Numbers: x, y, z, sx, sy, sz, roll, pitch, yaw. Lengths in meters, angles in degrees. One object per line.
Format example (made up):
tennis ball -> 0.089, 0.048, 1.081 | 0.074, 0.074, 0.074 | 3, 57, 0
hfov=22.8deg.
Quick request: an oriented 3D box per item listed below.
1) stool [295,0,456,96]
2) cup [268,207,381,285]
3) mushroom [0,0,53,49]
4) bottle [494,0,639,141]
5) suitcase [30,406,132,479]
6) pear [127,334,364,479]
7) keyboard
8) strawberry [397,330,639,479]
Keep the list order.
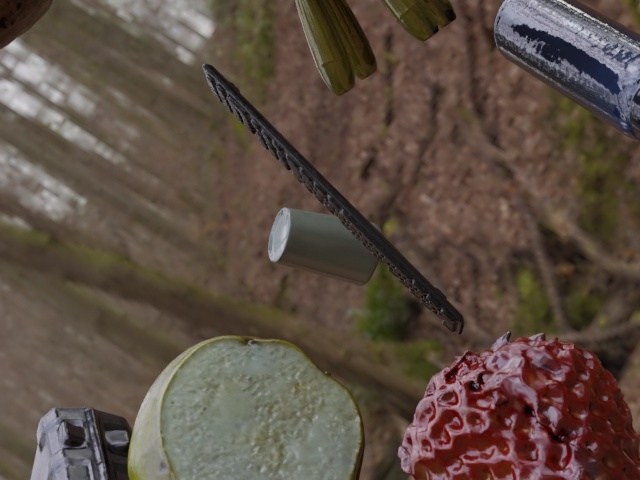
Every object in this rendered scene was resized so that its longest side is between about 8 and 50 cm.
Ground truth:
stool -> 0.034, -0.193, 1.275 | 0.134, 0.110, 0.135 | -34, 4, -25
cup -> 0.002, -0.003, 1.336 | 0.075, 0.083, 0.054 | -99, 29, -46
mushroom -> -0.321, -0.243, 1.334 | 0.231, 0.138, 0.194 | -45, -57, -30
bottle -> 0.223, -0.129, 1.229 | 0.072, 0.244, 0.082 | -5, -65, -25
suitcase -> -0.153, 0.253, 1.003 | 0.285, 0.066, 0.206 | -121, 44, -64
pear -> -0.045, 0.130, 0.945 | 0.141, 0.141, 0.104 | -53, -11, -30
keyboard -> 0.008, -0.022, 0.894 | 0.011, 0.202, 0.067 | -45, -9, -2
strawberry -> 0.192, 0.203, 1.354 | 0.205, 0.244, 0.205 | -13, -48, -15
